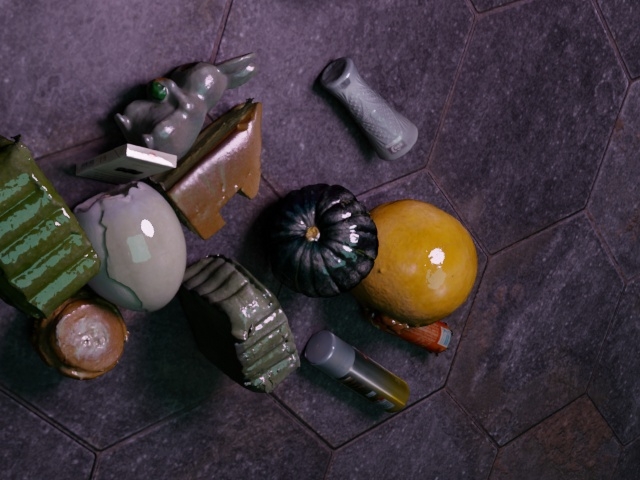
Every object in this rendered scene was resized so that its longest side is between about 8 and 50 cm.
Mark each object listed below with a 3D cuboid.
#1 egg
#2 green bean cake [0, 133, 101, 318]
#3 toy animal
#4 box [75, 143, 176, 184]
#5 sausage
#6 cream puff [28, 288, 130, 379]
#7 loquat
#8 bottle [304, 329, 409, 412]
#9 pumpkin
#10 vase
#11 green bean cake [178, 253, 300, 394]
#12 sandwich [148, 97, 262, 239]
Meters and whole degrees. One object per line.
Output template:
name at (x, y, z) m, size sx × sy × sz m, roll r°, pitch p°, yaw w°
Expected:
egg at (-0.308, 0.019, 1.555) m, size 0.183 × 0.183 × 0.217 m, roll -29°, pitch 107°, yaw -26°
green bean cake at (-0.463, -0.029, 1.377) m, size 0.156 × 0.250 × 0.247 m, roll -40°, pitch 128°, yaw -19°
toy animal at (-0.217, -0.236, 1.580) m, size 0.125 × 0.127 × 0.251 m, roll 46°, pitch 71°, yaw 0°
box at (-0.312, -0.119, 1.516) m, size 0.090 × 0.167 × 0.024 m, roll 11°, pitch 75°, yaw -40°
sausage at (0.181, 0.177, 2.069) m, size 0.264 × 0.083 × 0.083 m, roll 27°, pitch 90°, yaw -39°
cream puff at (-0.407, 0.155, 1.583) m, size 0.150 × 0.115 × 0.165 m, roll -29°, pitch 114°, yaw -33°
loquat at (0.180, 0.057, 1.893) m, size 0.275 × 0.275 × 0.275 m, roll -15°, pitch 116°, yaw -33°
bottle at (0.081, 0.282, 2.027) m, size 0.286 × 0.082 × 0.082 m, roll 37°, pitch 84°, yaw -41°
pumpkin at (0.000, 0.000, 1.767) m, size 0.220 × 0.220 × 0.162 m, roll -59°, pitch 165°, yaw -3°
vase at (0.089, -0.254, 1.818) m, size 0.096 × 0.096 × 0.219 m, roll -53°, pitch 127°, yaw -8°
green bean cake at (-0.151, 0.146, 1.705) m, size 0.125 × 0.222 × 0.227 m, roll -37°, pitch 129°, yaw -20°
sandwich at (-0.175, -0.130, 1.642) m, size 0.235 × 0.122 × 0.128 m, roll -44°, pitch 126°, yaw -16°
